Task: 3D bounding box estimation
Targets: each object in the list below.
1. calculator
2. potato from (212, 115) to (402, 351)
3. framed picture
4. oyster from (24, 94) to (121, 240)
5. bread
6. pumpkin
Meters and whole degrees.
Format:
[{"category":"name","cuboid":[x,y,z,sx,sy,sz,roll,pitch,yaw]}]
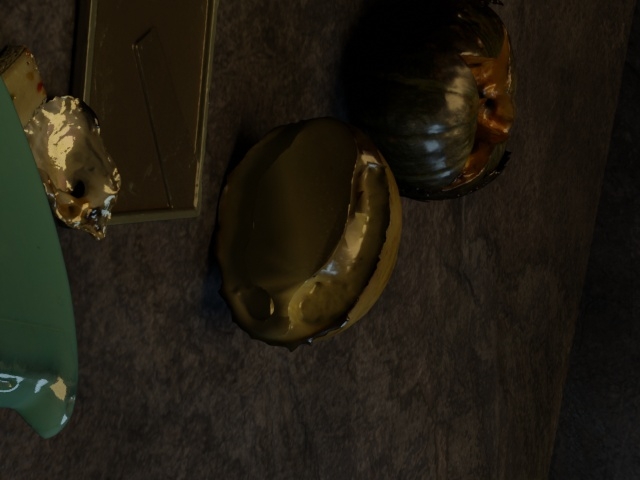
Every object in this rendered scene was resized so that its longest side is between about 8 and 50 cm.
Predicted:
[{"category":"calculator","cuboid":[-0.304,-0.032,1.196,0.256,0.054,0.386,21,47,-62]},{"category":"potato","cuboid":[0.000,0.000,1.827,0.242,0.243,0.285,14,78,-63]},{"category":"framed picture","cuboid":[-0.189,-0.185,1.587,0.247,0.022,0.335,-8,106,-62]},{"category":"oyster","cuboid":[-0.247,-0.078,1.460,0.146,0.045,0.121,28,84,-33]},{"category":"bread","cuboid":[-0.311,-0.112,1.363,0.153,0.028,0.068,-56,146,-38]},{"category":"pumpkin","cuboid":[0.166,-0.207,2.096,0.320,0.192,0.320,9,90,-66]}]
